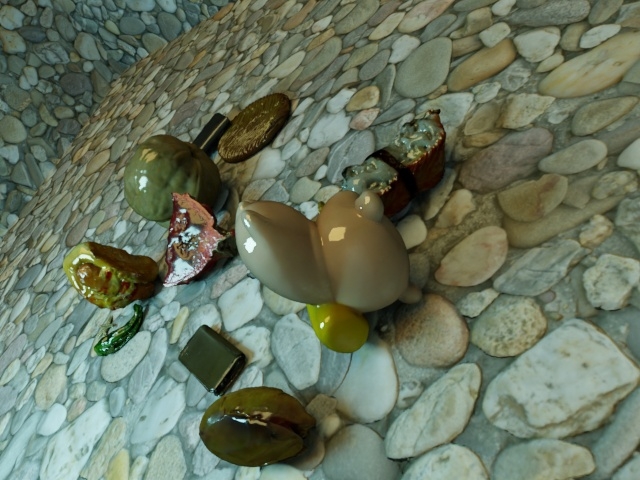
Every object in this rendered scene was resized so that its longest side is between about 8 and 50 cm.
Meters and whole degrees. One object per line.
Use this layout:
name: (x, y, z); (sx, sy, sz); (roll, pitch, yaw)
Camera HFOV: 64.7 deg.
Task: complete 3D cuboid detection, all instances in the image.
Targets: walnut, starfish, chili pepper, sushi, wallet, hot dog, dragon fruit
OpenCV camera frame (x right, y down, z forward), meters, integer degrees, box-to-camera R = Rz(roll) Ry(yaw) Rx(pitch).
walnut: (-0.454, -0.173, 1.553); (0.285, 0.296, 0.284); (-1, 88, 32)
starfish: (-0.652, 0.262, 1.542); (0.092, 0.016, 0.086); (-14, 48, 41)
chili pepper: (-0.572, 0.263, 1.440); (0.182, 0.050, 0.073); (-44, 28, -4)
sushi: (0.153, -0.142, 1.070); (0.332, 0.124, 0.130); (-36, 55, -8)
wallet: (-0.252, 0.269, 1.155); (0.198, 0.031, 0.110); (20, 70, 50)
hot dog: (-0.590, 0.109, 1.446); (0.150, 0.257, 0.153); (-45, 48, 23)
dragon fruit: (-0.316, 0.008, 1.397); (0.212, 0.134, 0.261); (4, 84, 26)
walnut: (-0.117, 0.328, 0.898); (0.245, 0.137, 0.137); (-18, 45, 30)
wallet: (-0.453, -0.343, 1.883); (0.309, 0.042, 0.165); (-52, 28, 0)

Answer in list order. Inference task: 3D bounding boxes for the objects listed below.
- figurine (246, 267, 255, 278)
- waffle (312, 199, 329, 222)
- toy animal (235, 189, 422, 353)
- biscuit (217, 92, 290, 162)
figurine: (-0.165, 0.040, 1.280); (0.072, 0.054, 0.129); (-37, 43, 34)
waffle: (0.000, 0.000, 1.164); (0.229, 0.051, 0.231); (7, 61, 42)
toy animal: (0.027, 0.002, 0.922); (0.247, 0.345, 0.277); (-36, 21, 19)
biscuit: (-0.237, -0.400, 1.767); (0.318, 0.040, 0.317); (-25, 40, 23)
